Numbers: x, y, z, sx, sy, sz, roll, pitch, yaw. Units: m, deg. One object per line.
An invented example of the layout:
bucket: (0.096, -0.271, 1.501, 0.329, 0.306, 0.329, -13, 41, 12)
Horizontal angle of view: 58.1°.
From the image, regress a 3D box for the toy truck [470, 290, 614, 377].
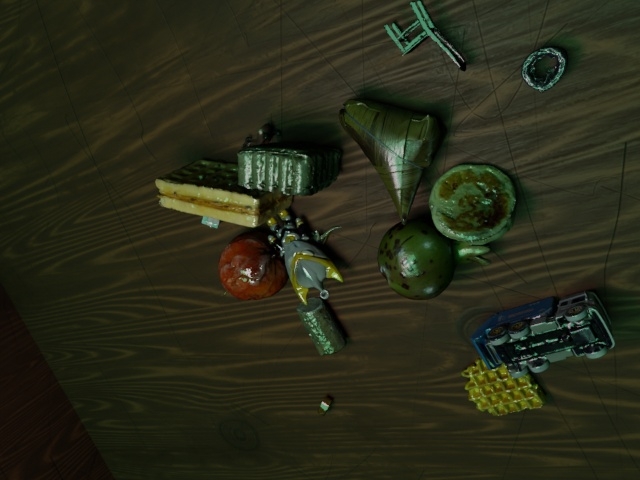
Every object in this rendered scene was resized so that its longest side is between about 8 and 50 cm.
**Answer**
toy truck: (0.603, 0.256, 1.587, 0.368, 0.175, 0.146, -24, 103, 36)

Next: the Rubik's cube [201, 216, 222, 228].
Rubik's cube: (-0.373, -0.088, 2.016, 0.075, 0.073, 0.084, 31, 122, -8)

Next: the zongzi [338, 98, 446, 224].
zongzi: (0.164, -0.218, 1.577, 0.286, 0.138, 0.299, 19, 104, 21)

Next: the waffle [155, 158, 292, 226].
waffle: (-0.299, -0.157, 1.819, 0.377, 0.261, 0.113, 14, 115, 22)

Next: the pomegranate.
pomegranate: (0.308, 0.036, 1.609, 0.306, 0.242, 0.242, -28, 99, 27)

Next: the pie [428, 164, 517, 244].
pie: (0.407, -0.099, 1.532, 0.241, 0.054, 0.240, -6, 70, 16)

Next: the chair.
chair: (0.266, -0.486, 1.452, 0.102, 0.084, 0.212, -33, 96, 33)

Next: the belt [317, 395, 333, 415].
belt: (0.015, 0.624, 2.170, 0.036, 0.059, 0.083, 30, 126, 12)

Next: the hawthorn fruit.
hawthorn fruit: (-0.249, 0.106, 1.933, 0.272, 0.242, 0.241, -35, 95, 22)

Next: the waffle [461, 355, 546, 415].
waffle: (0.543, 0.435, 1.786, 0.229, 0.057, 0.219, -27, 99, 37)

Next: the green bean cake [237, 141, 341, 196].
green bean cake: (-0.087, -0.219, 1.679, 0.241, 0.255, 0.131, 8, 109, 26)

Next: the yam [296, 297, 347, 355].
yam: (0.001, 0.292, 1.983, 0.107, 0.107, 0.194, -23, 101, 35)

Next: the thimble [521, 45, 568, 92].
thimble: (0.527, -0.409, 1.358, 0.095, 0.066, 0.104, 31, 122, 10)

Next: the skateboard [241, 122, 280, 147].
skateboard: (-0.196, -0.309, 1.814, 0.080, 0.067, 0.151, 48, 131, 11)

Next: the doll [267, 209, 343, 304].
doll: (-0.057, 0.048, 1.848, 0.316, 0.146, 0.103, 58, 164, 11)

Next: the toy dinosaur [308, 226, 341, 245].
toy dinosaur: (-0.011, -0.010, 1.878, 0.058, 0.037, 0.180, 43, 134, -13)
